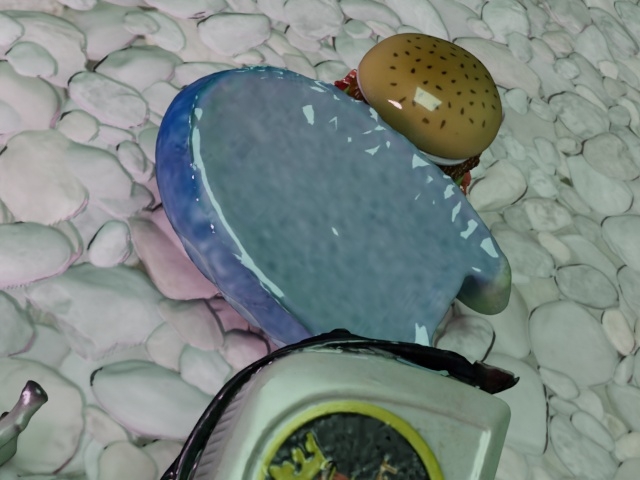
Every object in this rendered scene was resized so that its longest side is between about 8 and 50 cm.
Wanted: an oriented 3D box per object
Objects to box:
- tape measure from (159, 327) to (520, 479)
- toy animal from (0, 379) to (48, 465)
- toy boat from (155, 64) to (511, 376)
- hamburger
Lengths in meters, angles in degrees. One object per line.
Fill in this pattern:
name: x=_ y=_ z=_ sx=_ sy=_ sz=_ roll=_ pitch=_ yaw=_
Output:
tape measure: x=0.007 y=0.155 z=0.648 sx=0.207 sy=0.115 sz=0.235 roll=27 pitch=64 yaw=-10
toy animal: x=-0.291 y=0.086 z=0.578 sx=0.255 sy=0.090 sz=0.170 roll=29 pitch=51 yaw=-3
toy boat: x=0.000 y=0.000 z=0.805 sx=0.330 sy=0.123 sz=0.215 roll=38 pitch=60 yaw=-9
hamburger: x=0.092 y=-0.115 z=0.913 sx=0.175 sy=0.137 sz=0.175 roll=15 pitch=52 yaw=-20
